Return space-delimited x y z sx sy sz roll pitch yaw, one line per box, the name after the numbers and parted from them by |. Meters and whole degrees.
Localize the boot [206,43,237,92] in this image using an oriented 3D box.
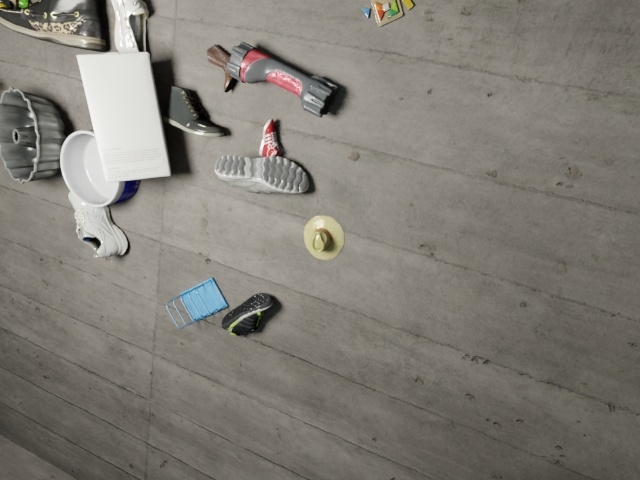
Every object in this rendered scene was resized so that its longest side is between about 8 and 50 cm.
-0.300 -0.515 1.199 0.114 0.037 0.106 33 103 7 | boot

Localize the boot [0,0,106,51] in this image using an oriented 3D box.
-0.855 -0.784 1.276 0.378 0.138 0.283 19 112 11 | boot

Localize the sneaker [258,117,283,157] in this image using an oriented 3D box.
-0.140 -0.299 1.198 0.067 0.042 0.118 27 121 16 | sneaker

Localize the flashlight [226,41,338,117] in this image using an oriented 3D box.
-0.110 -0.441 1.116 0.304 0.103 0.103 32 140 9 | flashlight

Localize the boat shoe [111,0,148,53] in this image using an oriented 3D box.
-0.568 -0.702 1.219 0.096 0.098 0.276 15 119 16 | boat shoe

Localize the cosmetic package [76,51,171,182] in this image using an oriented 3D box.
-0.594 -0.373 1.245 0.197 0.155 0.364 -9 103 -18 | cosmetic package

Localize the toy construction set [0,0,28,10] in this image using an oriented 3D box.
-1.087 -0.903 1.311 0.238 0.257 0.309 13 138 -29 | toy construction set

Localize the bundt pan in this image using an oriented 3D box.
-1.031 -0.373 1.448 0.331 0.124 0.330 7 102 33 | bundt pan

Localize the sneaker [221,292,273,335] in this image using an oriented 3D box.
-0.238 0.263 1.394 0.235 0.084 0.097 -30 117 26 | sneaker

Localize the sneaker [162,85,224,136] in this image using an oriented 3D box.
-0.391 -0.399 1.242 0.222 0.083 0.118 23 112 15 | sneaker

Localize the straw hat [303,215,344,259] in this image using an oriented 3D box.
0.000 0.000 1.222 0.145 0.061 0.144 6 107 20 | straw hat

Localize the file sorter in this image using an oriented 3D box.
-0.445 0.228 1.433 0.170 0.104 0.118 -26 94 26 | file sorter

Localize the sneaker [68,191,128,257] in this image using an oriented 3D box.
-0.845 -0.065 1.487 0.111 0.129 0.297 -37 89 27 | sneaker

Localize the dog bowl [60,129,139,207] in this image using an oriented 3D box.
-0.777 -0.255 1.419 0.265 0.104 0.264 6 108 19 | dog bowl

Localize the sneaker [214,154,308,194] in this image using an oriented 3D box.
-0.172 -0.193 1.223 0.282 0.115 0.105 13 72 3 | sneaker

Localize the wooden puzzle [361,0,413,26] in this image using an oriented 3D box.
0.168 -0.591 1.012 0.117 0.014 0.078 -22 96 25 | wooden puzzle
